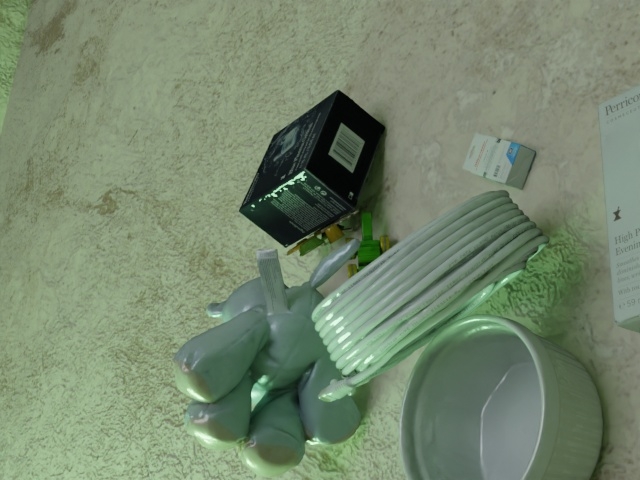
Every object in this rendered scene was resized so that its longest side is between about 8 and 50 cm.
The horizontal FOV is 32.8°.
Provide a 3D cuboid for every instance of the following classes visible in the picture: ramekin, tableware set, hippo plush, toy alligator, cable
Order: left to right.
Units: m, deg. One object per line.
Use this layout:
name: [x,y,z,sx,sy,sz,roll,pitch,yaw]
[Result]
hippo plush: [-0.091,0.134,1.399,0.236,0.234,0.294,-152,57,-68]
tableware set: [0.000,0.000,1.450,0.104,0.024,0.154,-32,3,-13]
toy alligator: [0.064,0.054,1.385,0.051,0.056,0.189,83,-178,-60]
cable: [0.114,0.047,1.137,0.089,0.257,0.257,55,140,11]
ramekin: [0.185,0.184,1.089,0.207,0.109,0.207,-29,53,47]

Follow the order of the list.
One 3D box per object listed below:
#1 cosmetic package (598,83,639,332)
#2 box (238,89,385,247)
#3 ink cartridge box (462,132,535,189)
cosmetic package: [0.330,-0.037,1.001,0.117,0.085,0.231,-27,55,47]
box: [-0.012,-0.096,1.483,0.158,0.093,0.156,-30,30,47]
ink cartridge box: [0.206,-0.093,1.260,0.083,0.028,0.048,28,99,56]
